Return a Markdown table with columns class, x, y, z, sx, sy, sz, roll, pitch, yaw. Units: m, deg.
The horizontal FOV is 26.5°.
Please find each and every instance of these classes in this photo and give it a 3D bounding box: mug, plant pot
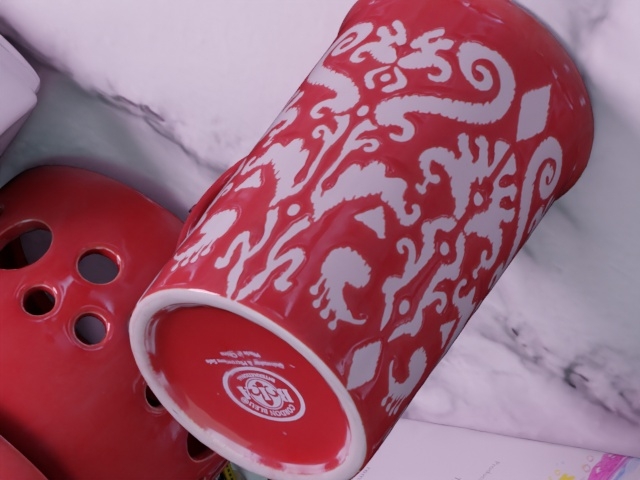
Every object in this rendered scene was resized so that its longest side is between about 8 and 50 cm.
| class | x | y | z | sx | sy | sz | roll | pitch | yaw |
| --- | --- | --- | --- | --- | --- | --- | --- | --- | --- |
| mug | 0.008 | 0.005 | 0.503 | 0.113 | 0.169 | 0.150 | 39 | 142 | -4 |
| plant pot | -0.141 | 0.086 | 0.699 | 0.191 | 0.174 | 0.191 | 23 | 143 | 18 |

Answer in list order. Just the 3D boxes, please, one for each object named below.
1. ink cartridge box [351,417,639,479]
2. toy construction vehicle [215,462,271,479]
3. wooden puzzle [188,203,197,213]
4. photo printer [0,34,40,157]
| class | x | y | z | sx | sy | sz | roll | pitch | yaw |
| --- | --- | --- | --- | --- | --- | --- | --- | --- | --- |
| ink cartridge box | 0.155 | 0.201 | 0.575 | 0.353 | 0.119 | 0.207 | 1 | 131 | 55 |
| toy construction vehicle | -0.032 | 0.143 | 0.795 | 0.086 | 0.035 | 0.098 | -1 | 132 | 25 |
| wooden puzzle | -0.034 | -0.004 | 0.660 | 0.083 | 0.006 | 0.049 | -20 | 115 | 48 |
| photo printer | -0.312 | -0.103 | 0.696 | 0.307 | 0.107 | 0.256 | 42 | 142 | -5 |
